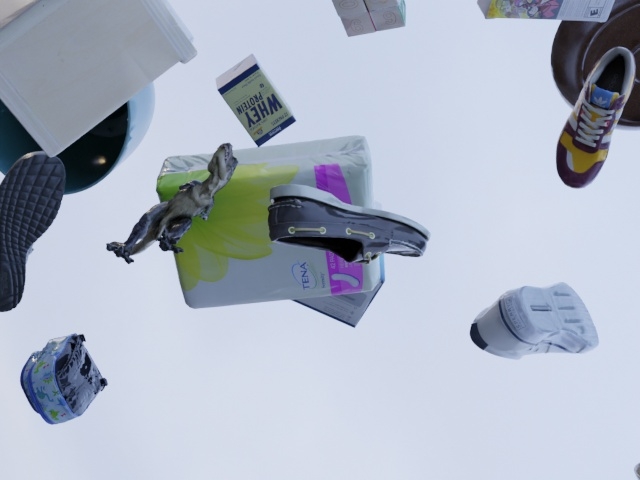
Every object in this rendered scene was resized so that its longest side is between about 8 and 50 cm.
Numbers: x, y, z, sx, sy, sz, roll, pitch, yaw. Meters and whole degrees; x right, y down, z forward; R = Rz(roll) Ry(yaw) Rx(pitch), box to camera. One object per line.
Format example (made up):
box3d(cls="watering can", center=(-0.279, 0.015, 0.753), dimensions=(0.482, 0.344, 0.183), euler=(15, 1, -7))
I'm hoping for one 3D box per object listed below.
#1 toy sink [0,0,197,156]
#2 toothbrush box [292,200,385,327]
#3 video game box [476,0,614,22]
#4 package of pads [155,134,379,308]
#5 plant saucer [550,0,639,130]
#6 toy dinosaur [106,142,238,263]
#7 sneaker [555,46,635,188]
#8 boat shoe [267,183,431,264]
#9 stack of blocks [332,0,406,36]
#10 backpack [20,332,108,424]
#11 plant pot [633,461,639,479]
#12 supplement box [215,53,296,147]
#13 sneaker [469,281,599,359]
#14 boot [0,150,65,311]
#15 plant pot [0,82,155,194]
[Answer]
box3d(cls="toy sink", center=(-0.211, -0.208, 1.062), dimensions=(0.131, 0.234, 0.153), euler=(55, -8, -30))
box3d(cls="toothbrush box", center=(0.000, 0.000, 2.117), dimensions=(0.126, 0.216, 0.295), euler=(-59, -165, 29))
box3d(cls="video game box", center=(0.320, -0.385, 1.466), dimensions=(0.048, 0.187, 0.205), euler=(-112, -153, -43))
box3d(cls="package of pads", center=(-0.068, -0.020, 1.592), dimensions=(0.101, 0.297, 0.229), euler=(-93, 177, -52))
box3d(cls="plant saucer", center=(0.527, -0.294, 1.787), dimensions=(0.050, 0.311, 0.310), euler=(-88, 177, -51))
box3d(cls="toy dinosaur", center=(-0.197, -0.019, 1.385), dimensions=(0.268, 0.118, 0.064), euler=(-33, -74, 33))
box3d(cls="sneaker", center=(0.346, -0.158, 1.416), dimensions=(0.084, 0.070, 0.185), euler=(33, 76, -75))
box3d(cls="boat shoe", center=(0.035, -0.006, 1.365), dimensions=(0.081, 0.228, 0.068), euler=(-21, -121, 56))
box3d(cls="stack of blocks", center=(0.036, -0.403, 1.466), dimensions=(0.297, 0.087, 0.171), euler=(60, 27, -53))
box3d(cls="backpack", center=(-0.364, 0.199, 1.555), dimensions=(0.114, 0.084, 0.105), euler=(-74, 144, -66))
box3d(cls="plant pot", center=(0.514, 0.307, 1.397), dimensions=(0.236, 0.236, 0.032), euler=(-178, -93, -69))
box3d(cls="supplement box", center=(-0.077, -0.166, 1.319), dimensions=(0.083, 0.056, 0.083), euler=(54, 5, -18))
box3d(cls="sneaker", center=(0.269, 0.105, 1.410), dimensions=(0.091, 0.258, 0.094), euler=(-27, -114, 29))
box3d(cls="boot", center=(-0.424, -0.038, 1.523), dimensions=(0.246, 0.083, 0.161), euler=(-64, -151, 21))
box3d(cls="plant pot", center=(-0.421, -0.248, 1.935), dimensions=(0.235, 0.293, 0.293), euler=(-50, 129, -69))
